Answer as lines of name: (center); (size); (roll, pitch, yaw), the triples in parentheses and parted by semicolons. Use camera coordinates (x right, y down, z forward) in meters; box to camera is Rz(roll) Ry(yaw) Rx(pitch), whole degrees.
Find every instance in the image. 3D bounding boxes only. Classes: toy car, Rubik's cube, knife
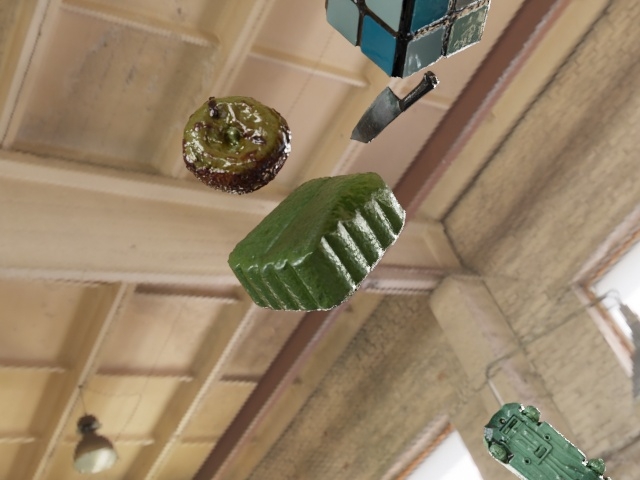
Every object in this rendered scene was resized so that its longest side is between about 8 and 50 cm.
toy car: (0.298, 0.298, 1.143); (0.093, 0.186, 0.058); (-43, -22, -20)
Rubik's cube: (0.127, -0.365, 1.232); (0.180, 0.183, 0.167); (-28, -32, -22)
knife: (0.123, -0.240, 1.561); (0.028, 0.060, 0.230); (-36, -2, -44)

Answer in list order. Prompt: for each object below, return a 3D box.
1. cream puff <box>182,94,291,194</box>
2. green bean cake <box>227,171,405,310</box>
cream puff: (-0.114, -0.126, 1.166); (0.149, 0.149, 0.084); (-17, -25, -11)
green bean cake: (0.000, 0.000, 1.367); (0.248, 0.222, 0.125); (-49, -64, -31)
